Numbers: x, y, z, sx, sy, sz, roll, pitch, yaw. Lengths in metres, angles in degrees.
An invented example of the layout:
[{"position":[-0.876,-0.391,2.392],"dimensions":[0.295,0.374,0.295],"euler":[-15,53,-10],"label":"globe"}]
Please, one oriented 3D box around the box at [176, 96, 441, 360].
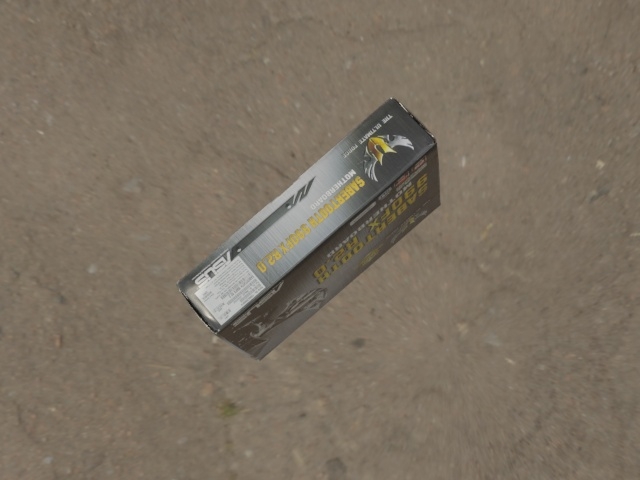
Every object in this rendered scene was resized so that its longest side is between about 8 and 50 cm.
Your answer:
[{"position":[0.000,0.000,0.876],"dimensions":[0.231,0.183,0.056],"euler":[-40,74,-4],"label":"box"}]
